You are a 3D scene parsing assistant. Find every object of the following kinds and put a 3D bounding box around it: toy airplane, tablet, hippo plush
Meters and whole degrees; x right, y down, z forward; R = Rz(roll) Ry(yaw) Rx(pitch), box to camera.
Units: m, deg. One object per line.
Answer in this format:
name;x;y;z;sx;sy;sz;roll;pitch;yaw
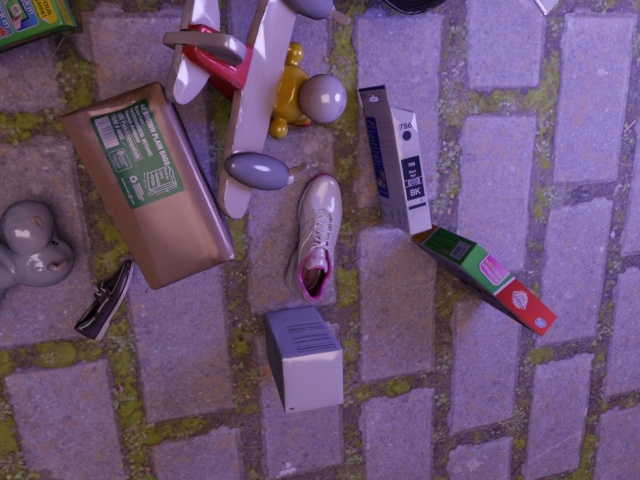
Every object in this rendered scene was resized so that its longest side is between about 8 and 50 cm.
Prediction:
toy airplane;-0.087;-0.284;0.843;0.272;0.385;0.386;17;139;12
tablet;0.552;-0.608;1.173;0.083;0.006;0.054;40;91;-22
hippo plush;-0.607;0.049;0.899;0.236;0.234;0.295;-15;107;-11

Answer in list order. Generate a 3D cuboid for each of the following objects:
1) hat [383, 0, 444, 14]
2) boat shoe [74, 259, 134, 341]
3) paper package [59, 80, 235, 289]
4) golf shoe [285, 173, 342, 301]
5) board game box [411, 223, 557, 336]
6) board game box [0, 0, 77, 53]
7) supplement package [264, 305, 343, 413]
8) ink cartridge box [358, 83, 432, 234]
hat;0.129;-0.612;0.981;0.330;0.134;0.332;2;86;-26
boat shoe;-0.474;0.127;1.043;0.064;0.075;0.206;26;101;-23
paper package;-0.302;-0.108;0.903;0.168;0.309;0.325;-23;108;-9
golf shoe;0.000;0.000;1.109;0.115;0.140;0.307;7;101;-16
board game box;0.404;0.090;1.192;0.316;0.242;0.064;37;92;-22
board game box;-0.551;-0.474;0.750;0.213;0.046;0.318;-13;107;12
supplement package;-0.044;0.269;1.110;0.133;0.244;0.139;-6;106;-14
ink cartridge box;0.171;-0.191;1.092;0.065;0.165;0.333;-17;109;-11
